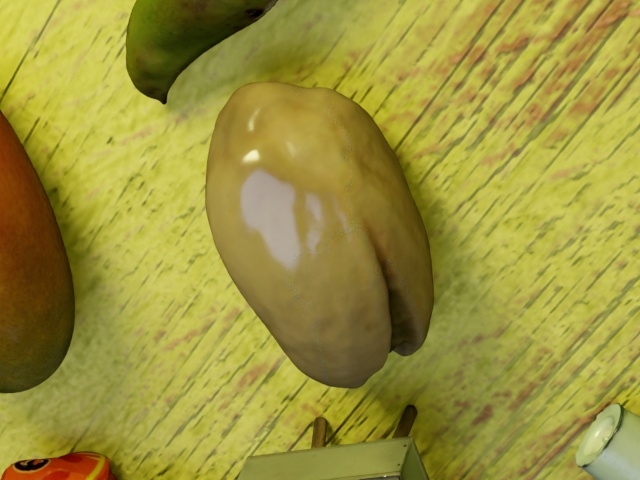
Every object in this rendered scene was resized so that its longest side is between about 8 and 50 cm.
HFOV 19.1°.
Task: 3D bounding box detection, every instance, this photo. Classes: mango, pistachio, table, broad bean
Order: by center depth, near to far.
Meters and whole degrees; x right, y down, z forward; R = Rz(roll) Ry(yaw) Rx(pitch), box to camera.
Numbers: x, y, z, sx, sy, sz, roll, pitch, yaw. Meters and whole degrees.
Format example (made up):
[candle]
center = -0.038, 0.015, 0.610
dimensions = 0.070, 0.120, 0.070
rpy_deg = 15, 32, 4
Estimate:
[broad bean]
center = -0.032, -0.193, 1.083
dimensions = 0.077, 0.061, 0.339
rpy_deg = 35, 126, 1
[pistachio]
center = 0.000, 0.000, 1.175
dimensions = 0.136, 0.136, 0.226
rpy_deg = -6, 128, 21
[mango]
center = -0.240, -0.008, 1.240
dimensions = 0.146, 0.129, 0.289
rpy_deg = -14, 126, 24
[table]
center = 0.048, 0.225, 1.313
dimensions = 0.121, 0.111, 0.240
rpy_deg = -9, 120, 22

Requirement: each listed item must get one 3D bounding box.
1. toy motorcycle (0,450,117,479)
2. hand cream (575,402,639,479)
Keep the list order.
[toy motorcycle]
center = -0.199, 0.252, 1.424
dimensions = 0.171, 0.089, 0.298
rpy_deg = 41, 126, -10
[hand cream]
center = 0.314, 0.218, 1.255
dimensions = 0.331, 0.058, 0.085
rpy_deg = 35, 120, -7
